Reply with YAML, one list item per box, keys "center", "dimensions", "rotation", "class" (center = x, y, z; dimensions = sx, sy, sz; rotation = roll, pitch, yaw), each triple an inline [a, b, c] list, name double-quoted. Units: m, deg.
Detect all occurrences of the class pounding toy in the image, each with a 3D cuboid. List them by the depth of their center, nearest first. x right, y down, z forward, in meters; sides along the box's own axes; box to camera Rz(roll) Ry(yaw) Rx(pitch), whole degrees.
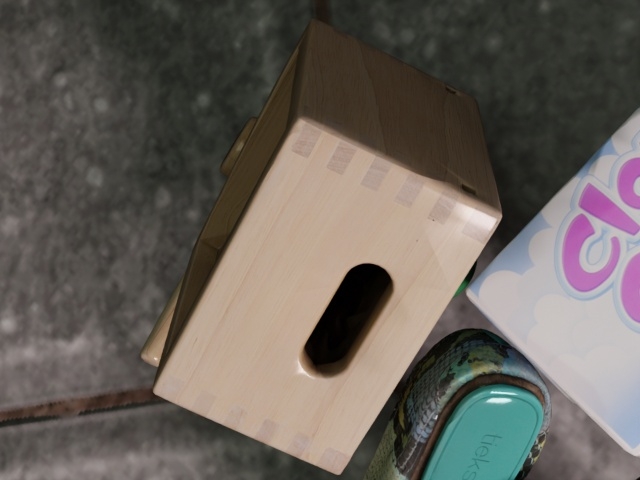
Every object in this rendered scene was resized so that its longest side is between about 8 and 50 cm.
- center: [-0.004, 0.005, 0.564]
  dimensions: [0.094, 0.206, 0.181]
  rotation: [25, 114, -9]
  class: "pounding toy"

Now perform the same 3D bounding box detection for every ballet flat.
- center: [0.036, 0.117, 0.520]
  dimensions: [0.070, 0.070, 0.188]
  rotation: [36, 112, 21]
  class: "ballet flat"

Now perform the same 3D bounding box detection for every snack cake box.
- center: [0.193, -0.036, 0.497]
  dimensions: [0.264, 0.152, 0.089]
  rotation: [-48, 69, 7]
  class: "snack cake box"

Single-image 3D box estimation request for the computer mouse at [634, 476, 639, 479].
- center: [0.107, 0.184, 0.506]
  dimensions: [0.106, 0.042, 0.192]
  rotation: [-11, 113, -17]
  class: "computer mouse"
